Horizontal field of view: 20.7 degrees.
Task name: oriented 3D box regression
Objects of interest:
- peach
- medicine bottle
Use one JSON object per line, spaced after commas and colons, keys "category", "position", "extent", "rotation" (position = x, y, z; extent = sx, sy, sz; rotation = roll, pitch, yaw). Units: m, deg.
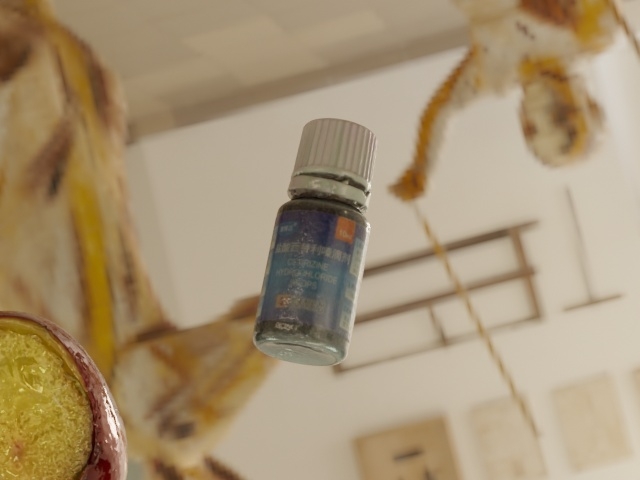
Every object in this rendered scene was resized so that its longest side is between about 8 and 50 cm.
{"category": "peach", "position": [-0.266, 0.168, 1.542], "extent": [0.190, 0.226, 0.196], "rotation": [11, -137, 26]}
{"category": "medicine bottle", "position": [0.000, 0.000, 1.477], "extent": [0.083, 0.203, 0.083], "rotation": [10, 160, 4]}
